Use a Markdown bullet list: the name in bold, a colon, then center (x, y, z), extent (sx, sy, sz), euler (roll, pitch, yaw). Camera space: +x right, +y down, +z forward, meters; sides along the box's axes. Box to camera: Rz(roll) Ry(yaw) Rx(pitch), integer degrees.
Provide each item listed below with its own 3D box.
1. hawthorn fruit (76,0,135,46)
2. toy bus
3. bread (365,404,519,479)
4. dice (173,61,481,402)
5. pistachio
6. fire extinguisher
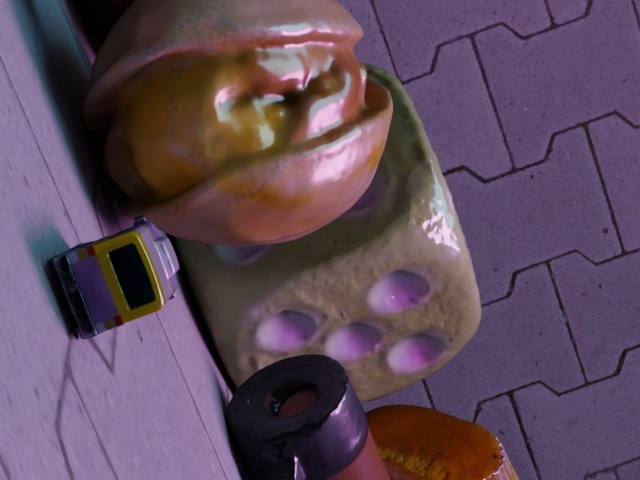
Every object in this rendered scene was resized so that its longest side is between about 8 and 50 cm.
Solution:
- **hawthorn fruit**: center (-0.118, -0.235, 1.408), extent (0.250, 0.215, 0.215), euler (-77, 155, -44)
- **toy bus**: center (-0.111, 0.019, 0.893), extent (0.102, 0.058, 0.052), euler (-87, 157, -86)
- **bread**: center (0.139, 0.340, 2.252), extent (0.288, 0.204, 0.156), euler (16, -36, 46)
- **dice**: center (0.000, 0.000, 1.534), extent (0.254, 0.249, 0.252), euler (69, 2, -53)
- **pistachio**: center (-0.065, -0.100, 1.212), extent (0.309, 0.229, 0.230), euler (-41, 111, -71)
- **fire extinguisher**: center (0.014, 0.298, 1.436), extent (0.200, 0.113, 0.376), euler (-51, 131, -37)
